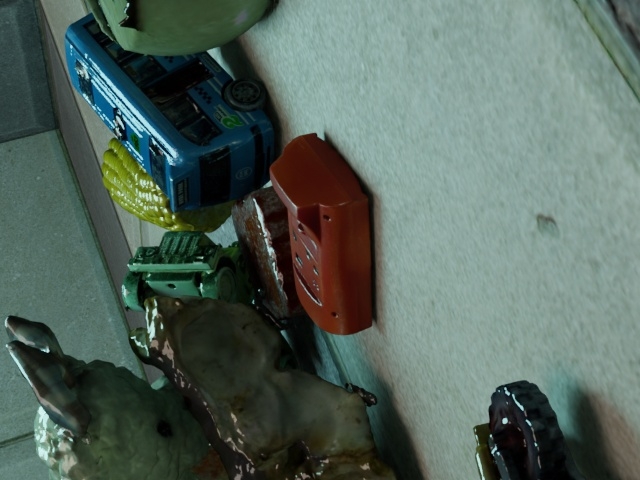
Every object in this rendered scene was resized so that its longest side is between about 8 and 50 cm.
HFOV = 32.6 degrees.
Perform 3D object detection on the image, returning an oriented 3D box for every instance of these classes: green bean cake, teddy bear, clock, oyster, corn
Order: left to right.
[{"bbox_3d":[-0.196,-0.083,1.420,0.387,0.144,0.144,-155,50,-65],"label":"corn"},{"bbox_3d":[-0.129,0.233,1.169,0.327,0.375,0.362,-126,35,-60],"label":"teddy bear"},{"bbox_3d":[-0.042,0.169,1.051,0.337,0.133,0.198,48,140,4],"label":"oyster"},{"bbox_3d":[-0.041,0.013,1.129,0.135,0.056,0.135,159,91,-74],"label":"green bean cake"},{"bbox_3d":[0.000,0.000,0.975,0.113,0.061,0.155,-126,22,-48],"label":"clock"}]

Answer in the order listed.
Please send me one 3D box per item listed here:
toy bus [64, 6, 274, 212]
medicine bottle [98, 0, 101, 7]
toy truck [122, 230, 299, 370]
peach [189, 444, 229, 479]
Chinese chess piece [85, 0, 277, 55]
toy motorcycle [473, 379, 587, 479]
[{"bbox_3d":[-0.159,-0.146,1.160,0.246,0.134,0.113,48,154,23],"label":"toy bus"},{"bbox_3d":[-0.243,-0.313,1.396,0.103,0.102,0.187,122,129,-70],"label":"medicine bottle"},{"bbox_3d":[-0.114,0.073,1.244,0.259,0.128,0.135,57,-142,-50],"label":"toy truck"},{"bbox_3d":[-0.134,0.408,1.548,0.252,0.252,0.252,163,90,-74],"label":"peach"},{"bbox_3d":[-0.160,-0.344,1.009,0.349,0.146,0.349,164,90,-74],"label":"Chinese chess piece"},{"bbox_3d":[0.139,0.202,0.649,0.130,0.094,0.229,101,154,-62],"label":"toy motorcycle"}]
